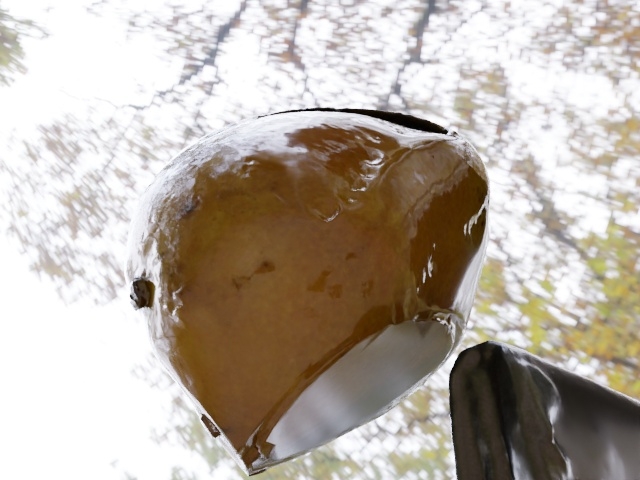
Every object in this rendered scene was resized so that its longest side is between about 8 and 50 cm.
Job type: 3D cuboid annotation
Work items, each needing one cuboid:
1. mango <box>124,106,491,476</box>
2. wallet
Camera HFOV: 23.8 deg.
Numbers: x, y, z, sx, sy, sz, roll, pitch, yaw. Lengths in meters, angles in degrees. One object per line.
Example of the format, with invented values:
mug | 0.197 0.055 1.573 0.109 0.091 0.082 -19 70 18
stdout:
mango | 0.000 0.000 0.813 0.236 0.166 0.136 -19 -29 -41
wallet | 0.216 0.205 0.834 0.406 0.062 0.228 24 -126 -46
